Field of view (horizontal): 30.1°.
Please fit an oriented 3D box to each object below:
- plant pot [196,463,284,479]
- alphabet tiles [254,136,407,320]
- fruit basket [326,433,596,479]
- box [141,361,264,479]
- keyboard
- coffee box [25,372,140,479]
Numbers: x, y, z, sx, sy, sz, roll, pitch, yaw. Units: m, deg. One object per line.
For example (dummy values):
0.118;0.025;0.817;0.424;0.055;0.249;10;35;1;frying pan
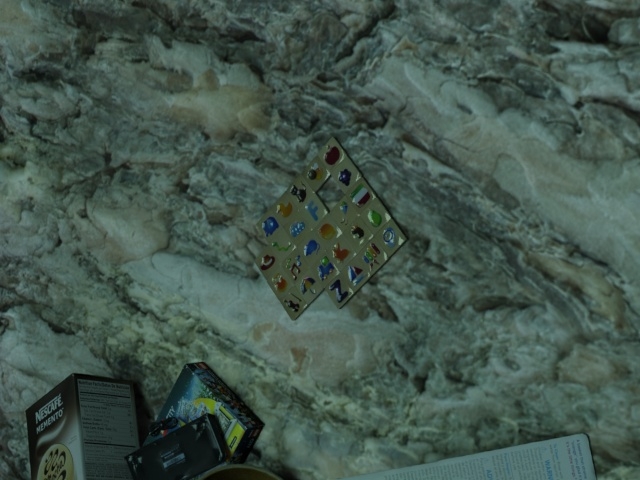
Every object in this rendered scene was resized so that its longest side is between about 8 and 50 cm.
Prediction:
-0.159;0.487;1.759;0.254;0.237;0.237;-44;64;46;plant pot
0.000;0.000;1.745;0.237;0.009;0.198;-48;63;29;alphabet tiles
0.191;0.432;1.489;0.353;0.165;0.327;-11;83;-2;fruit basket
-0.199;0.331;1.881;0.159;0.044;0.233;42;115;31;box
-0.228;0.324;1.845;0.180;0.023;0.108;-30;75;25;keyboard
-0.379;0.385;1.925;0.168;0.119;0.297;-38;53;38;coffee box
